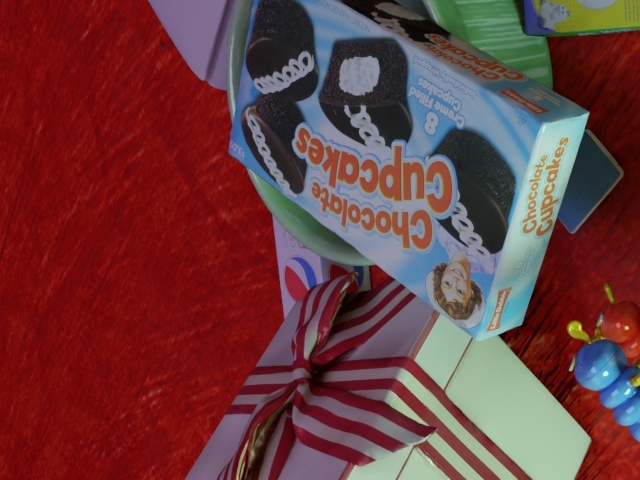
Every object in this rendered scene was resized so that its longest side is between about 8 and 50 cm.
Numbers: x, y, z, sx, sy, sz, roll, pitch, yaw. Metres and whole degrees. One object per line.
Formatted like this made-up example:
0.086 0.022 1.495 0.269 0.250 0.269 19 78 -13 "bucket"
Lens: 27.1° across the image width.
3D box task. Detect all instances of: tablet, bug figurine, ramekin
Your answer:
0.225 -0.051 1.151 0.054 0.006 0.083 55 138 22 "tablet"
0.265 0.128 0.963 0.072 0.279 0.216 -45 81 16 "bug figurine"
0.063 -0.139 1.202 0.303 0.148 0.304 18 115 46 "ramekin"

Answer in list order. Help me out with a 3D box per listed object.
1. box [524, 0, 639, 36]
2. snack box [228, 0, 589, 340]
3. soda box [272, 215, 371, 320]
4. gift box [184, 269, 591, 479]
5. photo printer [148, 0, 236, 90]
0.238 -0.218 1.049 0.179 0.043 0.105 4 101 49 "box"
0.054 -0.084 1.063 0.322 0.060 0.187 37 128 37 "snack box"
0.000 0.000 1.384 0.074 0.069 0.216 6 106 49 "soda box"
0.069 0.175 1.170 0.276 0.255 0.258 -17 125 47 "gift box"
-0.082 -0.341 1.317 0.256 0.107 0.308 59 140 40 "photo printer"
